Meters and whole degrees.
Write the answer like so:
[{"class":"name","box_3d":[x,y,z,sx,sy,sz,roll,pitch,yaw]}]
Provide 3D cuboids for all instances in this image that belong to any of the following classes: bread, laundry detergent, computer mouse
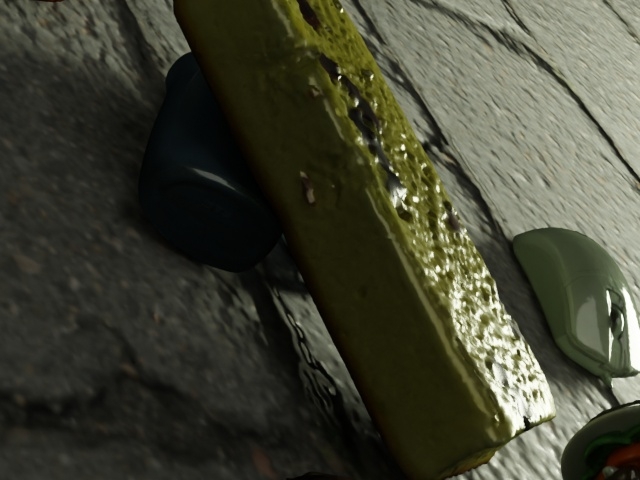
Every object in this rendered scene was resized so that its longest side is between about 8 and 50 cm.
[{"class":"bread","box_3d":[0.023,-0.029,0.884,0.361,0.077,0.138,63,21,12]},{"class":"laundry detergent","box_3d":[-0.068,-0.066,0.945,0.097,0.061,0.206,27,29,-18]},{"class":"computer mouse","box_3d":[0.213,0.044,1.142,0.089,0.056,0.181,20,34,-26]}]

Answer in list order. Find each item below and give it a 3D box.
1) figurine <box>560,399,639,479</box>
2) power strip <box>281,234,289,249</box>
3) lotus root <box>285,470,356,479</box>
[{"class":"figurine","box_3d":[0.213,0.191,0.868,0.132,0.132,0.153,30,41,-19]},{"class":"power strip","box_3d":[0.000,0.000,0.960,0.055,0.035,0.083,22,30,-31]},{"class":"lotus root","box_3d":[0.025,0.207,0.566,0.169,0.141,0.314,30,19,-24]}]
